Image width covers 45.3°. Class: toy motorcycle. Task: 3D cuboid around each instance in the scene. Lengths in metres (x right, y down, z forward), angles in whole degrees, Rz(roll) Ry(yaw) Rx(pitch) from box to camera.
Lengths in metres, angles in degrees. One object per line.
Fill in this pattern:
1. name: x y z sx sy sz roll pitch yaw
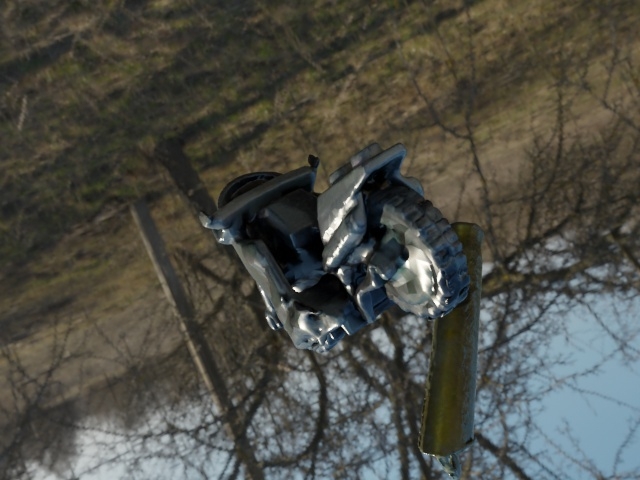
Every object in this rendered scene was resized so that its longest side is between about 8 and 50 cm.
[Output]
1. toy motorcycle: 0.000 0.000 0.538 0.106 0.159 0.270 -32 178 -26

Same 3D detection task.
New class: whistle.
1. whistle: 0.160 0.117 0.901 0.057 0.068 0.327 -12 -134 27
